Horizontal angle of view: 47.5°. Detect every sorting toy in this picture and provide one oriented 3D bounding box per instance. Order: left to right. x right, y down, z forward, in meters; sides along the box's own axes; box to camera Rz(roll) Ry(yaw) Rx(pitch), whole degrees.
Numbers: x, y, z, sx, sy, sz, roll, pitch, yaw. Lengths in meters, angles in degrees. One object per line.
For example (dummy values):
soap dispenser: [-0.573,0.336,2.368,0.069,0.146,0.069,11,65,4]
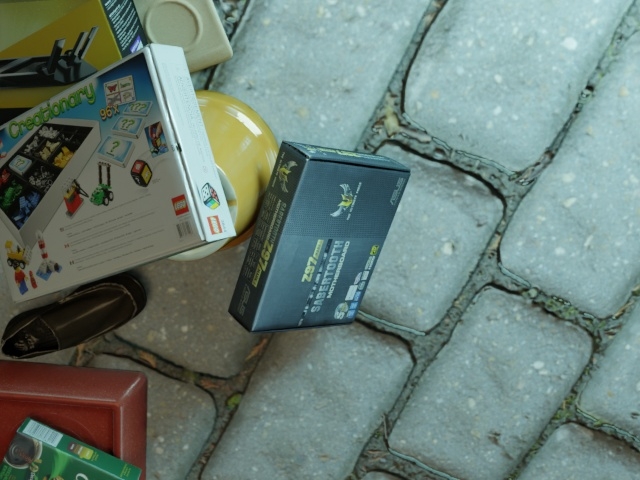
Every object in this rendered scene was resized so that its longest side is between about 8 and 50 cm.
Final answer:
sorting toy: [-0.228,-0.279,0.861,0.193,0.038,0.208,-17,128,6]

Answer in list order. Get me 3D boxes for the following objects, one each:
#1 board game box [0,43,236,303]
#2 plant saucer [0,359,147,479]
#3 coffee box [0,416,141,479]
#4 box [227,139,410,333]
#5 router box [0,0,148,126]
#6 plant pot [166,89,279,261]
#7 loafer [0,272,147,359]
board game box: [-0.241,-0.057,0.765,0.305,0.053,0.193,-16,90,32]
plant saucer: [-0.392,0.310,1.079,0.258,0.048,0.259,5,110,-1]
coffee box: [-0.363,0.341,1.043,0.184,0.040,0.113,29,106,-9]
box: [0.000,0.000,0.911,0.183,0.059,0.233,3,114,-44]
router box: [-0.357,-0.233,0.806,0.308,0.081,0.243,-3,132,12]
plant pot: [-0.153,-0.066,0.874,0.205,0.188,0.205,0,109,1]
loafer: [-0.339,0.116,0.995,0.220,0.078,0.080,-25,107,9]
